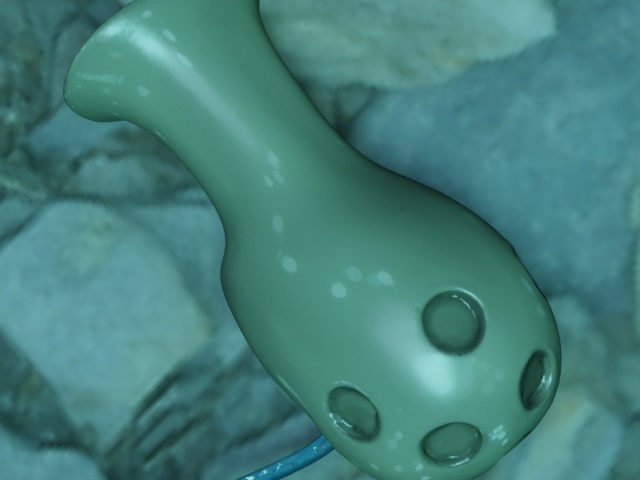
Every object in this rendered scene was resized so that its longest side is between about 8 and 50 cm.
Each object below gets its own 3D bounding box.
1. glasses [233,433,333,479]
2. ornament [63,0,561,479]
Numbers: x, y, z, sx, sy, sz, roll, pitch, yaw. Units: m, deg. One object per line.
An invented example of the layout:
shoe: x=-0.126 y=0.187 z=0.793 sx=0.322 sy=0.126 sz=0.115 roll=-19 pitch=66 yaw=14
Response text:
glasses: x=-0.030 y=0.178 z=0.414 sx=0.220 sy=0.088 sz=0.189 roll=-41 pitch=73 yaw=-11
ornament: x=0.000 y=0.000 z=0.405 sx=0.156 sy=0.075 sz=0.081 roll=49 pitch=130 yaw=15
